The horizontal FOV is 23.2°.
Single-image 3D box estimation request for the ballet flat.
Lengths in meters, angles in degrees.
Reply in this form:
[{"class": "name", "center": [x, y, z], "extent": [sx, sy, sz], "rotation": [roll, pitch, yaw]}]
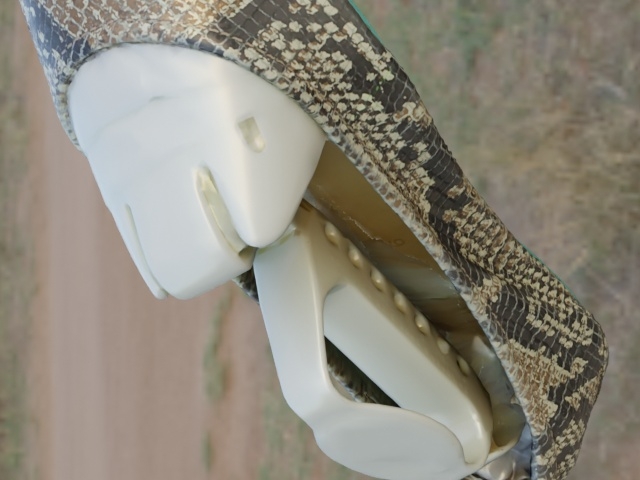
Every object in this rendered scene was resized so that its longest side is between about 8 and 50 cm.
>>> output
[{"class": "ballet flat", "center": [0.000, 0.000, 0.809], "extent": [0.164, 0.483, 0.182], "rotation": [-17, 41, 35]}]
